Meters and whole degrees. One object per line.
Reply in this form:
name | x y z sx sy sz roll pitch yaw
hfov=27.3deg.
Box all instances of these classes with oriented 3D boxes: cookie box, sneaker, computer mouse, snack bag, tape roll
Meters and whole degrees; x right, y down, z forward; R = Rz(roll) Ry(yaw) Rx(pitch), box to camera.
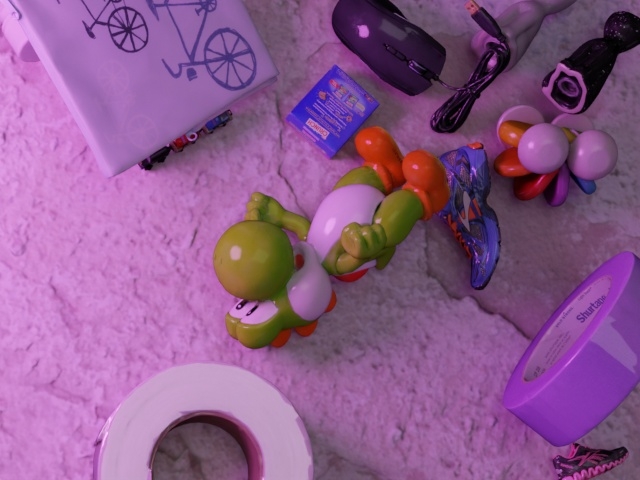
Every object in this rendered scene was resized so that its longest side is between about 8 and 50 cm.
cookie box | 0.017 -0.188 1.933 0.092 0.040 0.107 42 71 -1
sneaker | 0.386 0.312 1.896 0.119 0.047 0.057 -17 69 -18
computer mouse | 0.149 -0.296 1.933 0.262 0.060 0.184 44 109 0
sneaker | 0.210 -0.032 1.929 0.087 0.083 0.221 -7 72 -1
snack bag | -0.242 -0.284 1.794 0.342 0.037 0.323 -38 108 -33
tape roll | -0.156 0.303 1.737 0.286 0.100 0.286 3 76 -12
tape roll | 0.370 0.148 1.808 0.090 0.275 0.275 39 71 -1

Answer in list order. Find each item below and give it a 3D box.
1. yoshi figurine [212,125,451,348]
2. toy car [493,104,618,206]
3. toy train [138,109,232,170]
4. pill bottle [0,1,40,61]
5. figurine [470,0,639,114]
yoshi figurine | -0.006 -0.015 1.806 0.203 0.203 0.362 45 75 4
toy car | 0.343 -0.117 1.952 0.182 0.159 0.136 6 109 -12
toy train | -0.191 -0.148 1.876 0.158 0.036 0.027 -33 85 -19
pill bottle | -0.427 -0.400 1.818 0.161 0.161 0.283 -30 84 -18
figurine | 0.369 -0.314 2.000 0.215 0.092 0.209 34 57 23
